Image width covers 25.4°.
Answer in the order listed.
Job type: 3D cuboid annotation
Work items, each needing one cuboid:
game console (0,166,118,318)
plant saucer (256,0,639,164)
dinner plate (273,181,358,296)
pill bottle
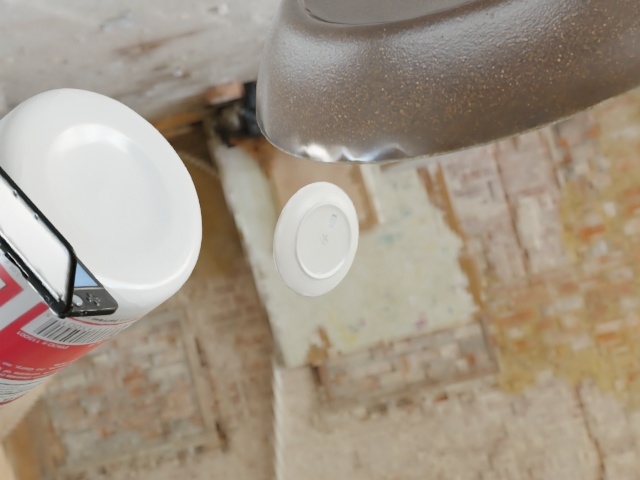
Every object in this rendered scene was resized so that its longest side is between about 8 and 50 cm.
[{"bbox_3d":[-0.210,-0.004,1.111,0.071,0.122,0.107,-53,156,19],"label":"game console"},{"bbox_3d":[0.100,-0.142,0.670,0.311,0.050,0.310,-22,-153,12],"label":"plant saucer"},{"bbox_3d":[0.000,0.000,1.708,0.141,0.141,0.017,-9,-166,-44],"label":"dinner plate"},{"bbox_3d":[-0.325,0.036,1.431,0.408,0.229,0.229,-32,164,39],"label":"pill bottle"}]
